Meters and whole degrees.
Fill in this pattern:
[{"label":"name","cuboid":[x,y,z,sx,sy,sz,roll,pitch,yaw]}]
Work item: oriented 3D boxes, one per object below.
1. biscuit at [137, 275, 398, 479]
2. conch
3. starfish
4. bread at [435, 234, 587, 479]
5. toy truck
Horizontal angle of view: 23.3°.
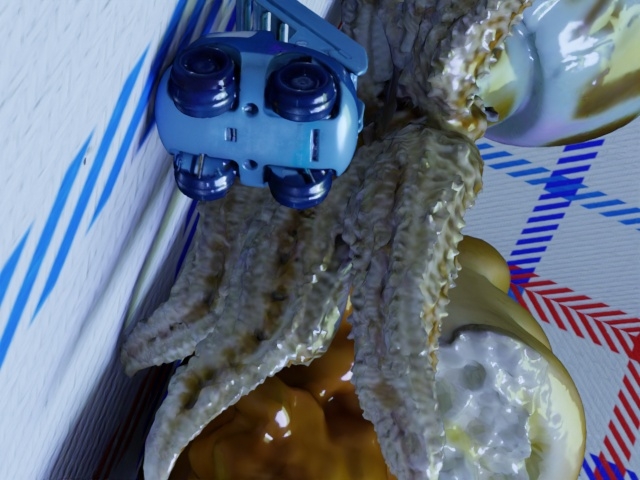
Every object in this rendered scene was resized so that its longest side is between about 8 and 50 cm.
[{"label":"biscuit","cuboid":[-0.047,0.166,0.789,0.318,0.110,0.312,124,-20,-57]},{"label":"conch","cuboid":[0.133,-0.182,0.997,0.368,0.197,0.249,-52,127,-57]},{"label":"starfish","cuboid":[0.028,-0.021,0.618,0.301,0.084,0.293,13,-106,56]},{"label":"bread","cuboid":[0.047,0.154,1.138,0.316,0.211,0.270,-43,-160,8]},{"label":"toy truck","cuboid":[-0.019,-0.059,0.566,0.090,0.073,0.056,-79,174,-49]}]
